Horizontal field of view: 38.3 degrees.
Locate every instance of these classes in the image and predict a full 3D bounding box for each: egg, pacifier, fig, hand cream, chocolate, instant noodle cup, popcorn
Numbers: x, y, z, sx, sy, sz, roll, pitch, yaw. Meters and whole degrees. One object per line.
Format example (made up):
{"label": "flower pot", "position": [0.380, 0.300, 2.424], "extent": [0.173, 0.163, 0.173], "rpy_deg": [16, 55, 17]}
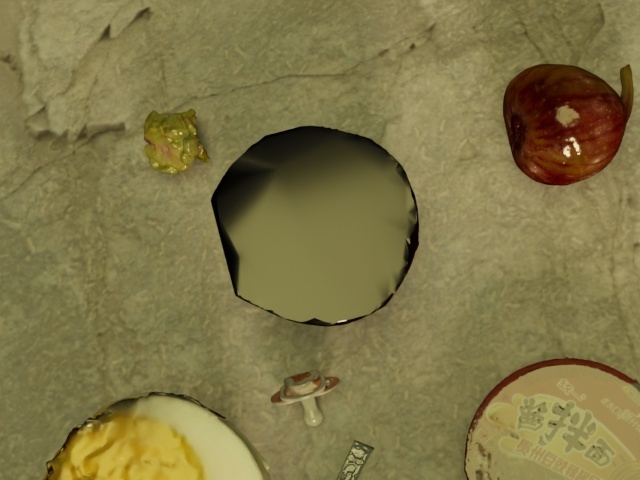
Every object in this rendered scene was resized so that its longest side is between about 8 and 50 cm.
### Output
{"label": "egg", "position": [-0.198, 0.363, 1.192], "extent": [0.337, 0.201, 0.337], "rpy_deg": [-1, 81, 8]}
{"label": "pacifier", "position": [-0.018, 0.223, 1.276], "extent": [0.099, 0.081, 0.078], "rpy_deg": [-14, 101, 5]}
{"label": "fig", "position": [0.366, -0.166, 1.285], "extent": [0.207, 0.175, 0.175], "rpy_deg": [-5, 72, -13]}
{"label": "hand cream", "position": [0.040, 0.319, 1.262], "extent": [0.030, 0.019, 0.093], "rpy_deg": [25, 77, 13]}
{"label": "chocolate", "position": [0.000, 0.000, 1.273], "extent": [0.283, 0.186, 0.284], "rpy_deg": [0, 74, -1]}
{"label": "instant noodle cup", "position": [0.323, 0.292, 1.186], "extent": [0.274, 0.091, 0.274], "rpy_deg": [-2, 74, 9]}
{"label": "popcorn", "position": [-0.224, -0.152, 1.406], "extent": [0.109, 0.089, 0.097], "rpy_deg": [26, 115, 24]}
